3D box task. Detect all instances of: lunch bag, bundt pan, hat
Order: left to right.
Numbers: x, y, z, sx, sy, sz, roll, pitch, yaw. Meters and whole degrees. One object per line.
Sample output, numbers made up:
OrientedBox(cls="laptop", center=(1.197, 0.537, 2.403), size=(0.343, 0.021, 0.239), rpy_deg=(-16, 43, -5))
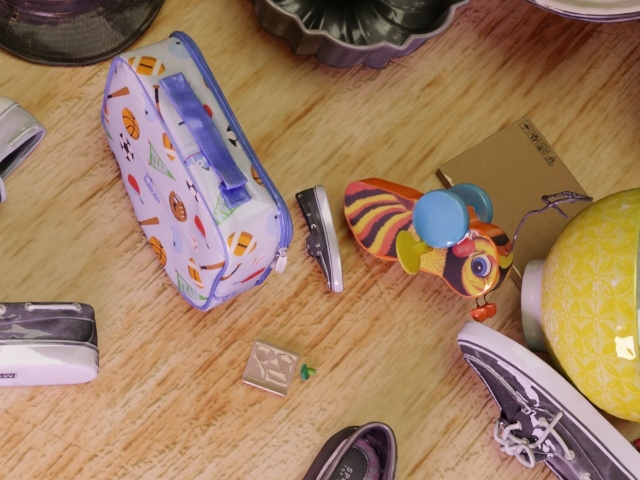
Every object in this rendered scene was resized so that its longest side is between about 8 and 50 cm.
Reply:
OrientedBox(cls="hat", center=(-0.341, -0.386, 1.849), size=(0.331, 0.134, 0.331), rpy_deg=(6, 65, -14))
OrientedBox(cls="lunch bag", center=(-0.142, -0.076, 1.712), size=(0.115, 0.243, 0.303), rpy_deg=(-25, 76, -24))
OrientedBox(cls="bundt pan", center=(0.031, -0.366, 1.956), size=(0.331, 0.124, 0.331), rpy_deg=(6, 67, -14))

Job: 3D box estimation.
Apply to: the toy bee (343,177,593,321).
OrientedBox(cls="toy bee", center=(0.161, 0.014, 1.791), size=(0.195, 0.298, 0.162), rpy_deg=(-5, 101, -40))

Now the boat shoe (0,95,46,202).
OrientedBox(cls="boat shoe", center=(-0.399, -0.071, 1.726), size=(0.081, 0.079, 0.227), rpy_deg=(30, 59, 3))

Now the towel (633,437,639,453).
OrientedBox(cls="towel", center=(0.550, 0.293, 1.880), size=(0.275, 0.031, 0.199), rpy_deg=(-19, 73, -23))

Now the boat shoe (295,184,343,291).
OrientedBox(cls="boat shoe", center=(0.000, 0.000, 1.837), size=(0.040, 0.049, 0.142), rpy_deg=(-12, 69, -1))

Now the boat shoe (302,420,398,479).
OrientedBox(cls="boat shoe", center=(-0.002, 0.343, 1.645), size=(0.112, 0.095, 0.335), rpy_deg=(28, 58, -4))

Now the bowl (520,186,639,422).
OrientedBox(cls="bowl", center=(0.333, 0.080, 1.808), size=(0.156, 0.289, 0.289), rpy_deg=(-2, 63, 21))

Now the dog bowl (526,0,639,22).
OrientedBox(cls="dog bowl", center=(0.377, -0.466, 1.920), size=(0.408, 0.150, 0.408), rpy_deg=(-2, 82, 15))

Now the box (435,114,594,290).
OrientedBox(cls="box", center=(0.270, -0.050, 1.948), size=(0.164, 0.021, 0.201), rpy_deg=(-31, 79, -25))

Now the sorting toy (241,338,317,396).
OrientedBox(cls="sorting toy", center=(-0.047, 0.157, 1.770), size=(0.083, 0.012, 0.062), rpy_deg=(20, 59, -4))

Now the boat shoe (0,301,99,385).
OrientedBox(cls="boat shoe", center=(-0.394, 0.100, 1.640), size=(0.301, 0.108, 0.102), rpy_deg=(2, 67, -18))

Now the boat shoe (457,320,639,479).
OrientedBox(cls="boat shoe", center=(0.266, 0.226, 1.784), size=(0.306, 0.113, 0.105), rpy_deg=(44, 79, -10))
